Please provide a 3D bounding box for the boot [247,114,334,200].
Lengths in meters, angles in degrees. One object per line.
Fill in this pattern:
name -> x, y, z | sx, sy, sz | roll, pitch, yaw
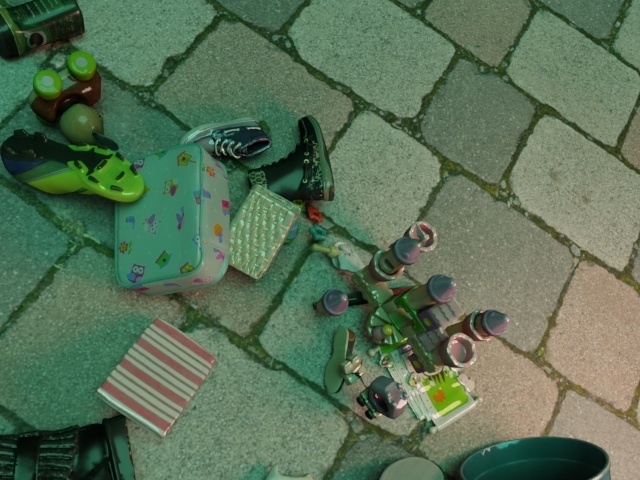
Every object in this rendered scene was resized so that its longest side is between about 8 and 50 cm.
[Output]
boot -> -0.075, -0.173, 1.328 | 0.179, 0.085, 0.236 | -11, 57, -6

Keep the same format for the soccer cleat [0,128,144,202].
soccer cleat -> -0.463, -0.125, 1.154 | 0.289, 0.121, 0.093 | 17, 53, 6

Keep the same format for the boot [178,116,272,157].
boot -> -0.201, -0.209, 1.298 | 0.190, 0.069, 0.086 | -24, 52, -24

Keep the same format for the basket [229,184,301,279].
basket -> -0.125, -0.015, 1.210 | 0.113, 0.103, 0.167 | 30, 97, -5

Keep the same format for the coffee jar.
coffee jar -> -0.594, -0.450, 1.264 | 0.184, 0.096, 0.079 | -31, 79, -25

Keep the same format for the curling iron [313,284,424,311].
curling iron -> 0.118, 0.131, 1.306 | 0.274, 0.035, 0.068 | 0, 71, -17

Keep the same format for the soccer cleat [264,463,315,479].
soccer cleat -> -0.012, 0.477, 1.126 | 0.196, 0.068, 0.076 | 22, 59, -7

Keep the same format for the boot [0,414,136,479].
boot -> -0.423, 0.462, 0.963 | 0.260, 0.131, 0.347 | -6, 62, -26

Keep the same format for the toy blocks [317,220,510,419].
toy blocks -> 0.185, 0.135, 1.153 | 0.309, 0.260, 0.288 | -32, 87, -29

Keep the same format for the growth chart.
growth chart -> 0.230, 0.286, 1.294 | 0.172, 0.021, 0.237 | -33, 84, -26

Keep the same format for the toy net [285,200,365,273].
toy net -> 0.000, 0.000, 1.318 | 0.232, 0.045, 0.122 | 36, 36, -5

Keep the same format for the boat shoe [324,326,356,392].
boat shoe -> 0.044, 0.246, 1.238 | 0.043, 0.049, 0.136 | 34, 60, -46

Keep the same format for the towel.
towel -> -0.295, 0.247, 1.109 | 0.144, 0.029, 0.197 | 36, 45, -4

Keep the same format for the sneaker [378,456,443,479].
sneaker -> 0.125, 0.537, 1.132 | 0.108, 0.169, 0.293 | 27, 27, 27

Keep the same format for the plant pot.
plant pot -> 0.422, 0.541, 1.139 | 0.272, 0.272, 0.255 | -10, 88, -20

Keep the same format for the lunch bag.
lunch bag -> -0.288, -0.040, 1.161 | 0.224, 0.108, 0.278 | -14, 67, 22

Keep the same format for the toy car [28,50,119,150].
toy car -> -0.464, -0.246, 1.207 | 0.149, 0.155, 0.188 | -41, 96, -25
